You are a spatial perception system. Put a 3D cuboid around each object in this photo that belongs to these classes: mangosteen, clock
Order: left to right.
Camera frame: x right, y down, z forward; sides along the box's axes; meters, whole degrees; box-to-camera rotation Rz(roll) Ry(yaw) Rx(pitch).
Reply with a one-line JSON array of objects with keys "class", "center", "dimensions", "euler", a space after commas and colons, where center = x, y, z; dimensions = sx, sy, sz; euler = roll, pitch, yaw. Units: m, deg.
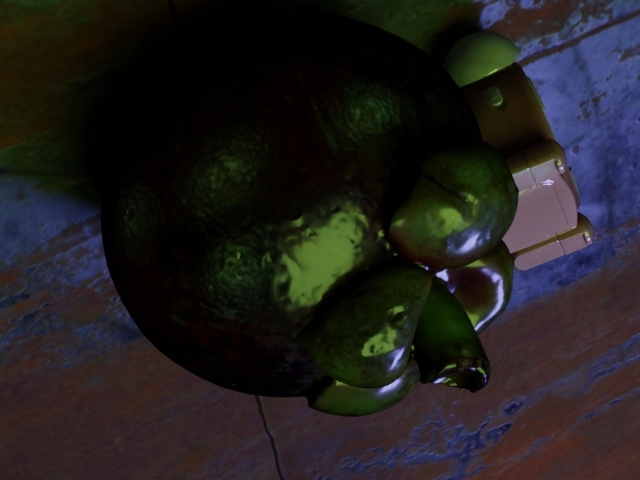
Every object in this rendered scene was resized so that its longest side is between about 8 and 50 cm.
[{"class": "mangosteen", "center": [-0.011, -0.009, 1.003], "dimensions": [0.300, 0.300, 0.300], "euler": [-18, 134, -20]}, {"class": "clock", "center": [0.152, -0.077, 1.152], "dimensions": [0.092, 0.162, 0.166], "euler": [-21, 143, 11]}]
